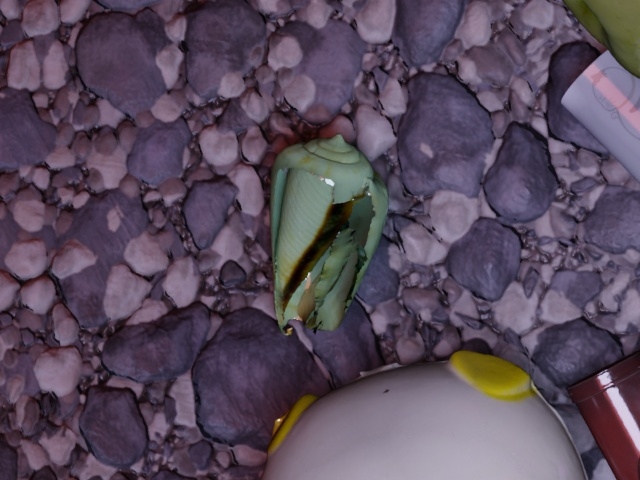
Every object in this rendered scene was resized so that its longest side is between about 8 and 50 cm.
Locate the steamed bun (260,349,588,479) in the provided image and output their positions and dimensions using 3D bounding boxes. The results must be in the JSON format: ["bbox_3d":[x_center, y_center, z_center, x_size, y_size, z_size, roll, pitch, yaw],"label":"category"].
[{"bbox_3d":[0.107,0.297,1.838,0.374,0.334,0.334,-19,87,17],"label":"steamed bun"}]

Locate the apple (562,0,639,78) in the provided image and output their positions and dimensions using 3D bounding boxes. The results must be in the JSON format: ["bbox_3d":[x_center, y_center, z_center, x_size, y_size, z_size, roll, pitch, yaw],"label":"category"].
[{"bbox_3d":[0.364,-0.336,1.667,0.357,0.357,0.357,2,95,22],"label":"apple"}]

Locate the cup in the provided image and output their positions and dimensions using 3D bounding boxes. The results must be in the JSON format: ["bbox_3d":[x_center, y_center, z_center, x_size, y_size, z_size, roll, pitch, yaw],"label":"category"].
[{"bbox_3d":[0.349,-0.151,1.813,0.136,0.099,0.133,-46,77,20],"label":"cup"}]

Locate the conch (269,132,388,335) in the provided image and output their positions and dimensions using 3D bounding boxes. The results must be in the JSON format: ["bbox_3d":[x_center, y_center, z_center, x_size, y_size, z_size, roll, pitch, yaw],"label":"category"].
[{"bbox_3d":[0.006,0.000,1.943,0.143,0.137,0.250,8,97,20],"label":"conch"}]

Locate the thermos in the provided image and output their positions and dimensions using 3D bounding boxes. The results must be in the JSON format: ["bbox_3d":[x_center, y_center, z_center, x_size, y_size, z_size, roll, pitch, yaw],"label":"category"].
[{"bbox_3d":[0.361,0.244,1.848,0.232,0.099,0.124,63,148,5],"label":"thermos"}]
